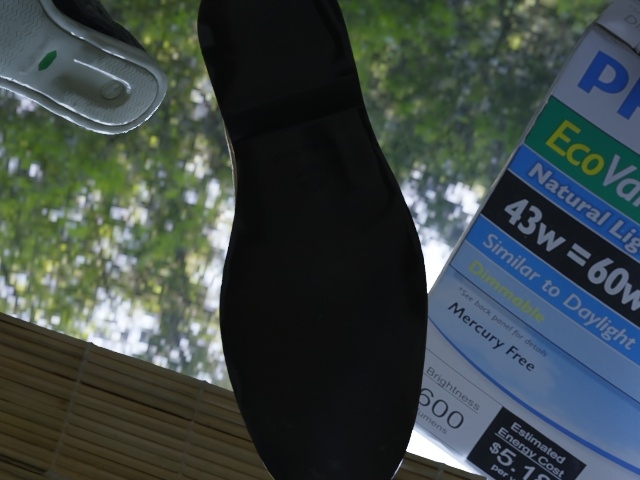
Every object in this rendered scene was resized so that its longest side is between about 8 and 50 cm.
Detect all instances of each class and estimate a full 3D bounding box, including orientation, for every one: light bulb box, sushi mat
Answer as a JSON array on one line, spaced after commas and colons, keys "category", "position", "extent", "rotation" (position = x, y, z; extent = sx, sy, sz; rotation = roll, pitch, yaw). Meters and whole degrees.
[{"category": "light bulb box", "position": [0.283, 0.039, 0.983], "extent": [0.358, 0.361, 0.225], "rotation": [34, -138, 10]}, {"category": "sushi mat", "position": [-0.081, 0.145, 0.755], "extent": [0.316, 0.019, 0.151], "rotation": [18, -103, 10]}]

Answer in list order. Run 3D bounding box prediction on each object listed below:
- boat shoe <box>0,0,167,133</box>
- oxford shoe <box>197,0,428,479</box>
[{"category": "boat shoe", "position": [-0.192, -0.144, 0.903], "extent": [0.233, 0.084, 0.079], "rotation": [33, -159, -51]}, {"category": "oxford shoe", "position": [0.000, 0.000, 0.560], "extent": [0.076, 0.076, 0.212], "rotation": [-8, -111, 3]}]
